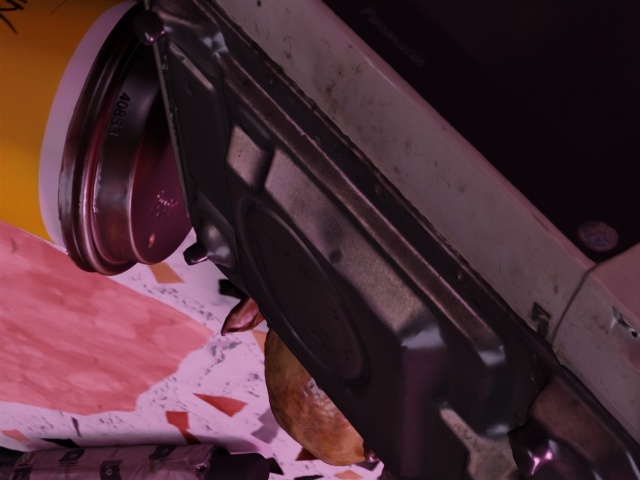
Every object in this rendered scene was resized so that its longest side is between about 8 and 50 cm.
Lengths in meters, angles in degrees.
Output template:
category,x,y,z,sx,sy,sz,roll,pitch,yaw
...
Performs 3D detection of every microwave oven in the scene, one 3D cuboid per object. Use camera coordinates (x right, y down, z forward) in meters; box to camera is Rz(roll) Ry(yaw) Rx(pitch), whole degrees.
category,x,y,z,sx,sy,sz,roll,pitch,yaw
microwave oven,0.095,-0.018,0.735,0.394,0.247,0.333,48,158,29

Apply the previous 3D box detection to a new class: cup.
category,x,y,z,sx,sy,sz,roll,pitch,yaw
cup,-0.209,-0.095,0.993,0.280,0.196,0.196,17,147,12

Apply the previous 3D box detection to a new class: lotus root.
category,x,y,z,sx,sy,sz,roll,pitch,yaw
lotus root,0.009,0.110,1.226,0.138,0.138,0.214,3,150,20

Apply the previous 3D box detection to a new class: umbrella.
category,x,y,z,sx,sy,sz,roll,pitch,yaw
umbrella,-0.205,0.264,1.614,0.337,0.067,0.073,-7,152,29

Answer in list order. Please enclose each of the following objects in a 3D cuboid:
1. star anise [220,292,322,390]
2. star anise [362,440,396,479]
category,x,y,z,sx,sy,sz,roll,pitch,yaw
star anise,0.002,-0.002,1.097,0.212,0.111,0.196,50,122,2
star anise,0.107,0.121,1.170,0.073,0.212,0.197,40,-177,38
